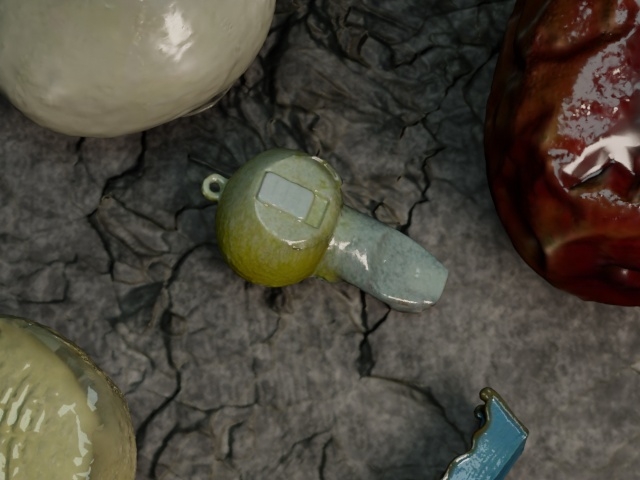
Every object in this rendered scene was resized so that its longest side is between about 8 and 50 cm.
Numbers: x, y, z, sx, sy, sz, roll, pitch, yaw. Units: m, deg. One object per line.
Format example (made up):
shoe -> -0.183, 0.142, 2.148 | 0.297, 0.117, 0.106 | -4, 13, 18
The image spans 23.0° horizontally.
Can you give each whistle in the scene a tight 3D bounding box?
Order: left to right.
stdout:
whistle -> 0.000, 0.000, 1.329 | 0.223, 0.123, 0.122 | 25, 67, -8

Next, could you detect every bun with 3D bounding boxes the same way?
bun -> -0.259, 0.185, 1.217 | 0.259, 0.152, 0.259 | -7, 64, 14

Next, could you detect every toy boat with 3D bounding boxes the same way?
toy boat -> 0.085, 0.197, 1.229 | 0.077, 0.075, 0.185 | 35, 75, 15

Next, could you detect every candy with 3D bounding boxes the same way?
candy -> -0.177, -0.233, 1.394 | 0.296, 0.185, 0.295 | 0, 69, -1

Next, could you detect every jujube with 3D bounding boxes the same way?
jujube -> 0.279, -0.135, 1.274 | 0.277, 0.276, 0.376 | 12, 63, 9
